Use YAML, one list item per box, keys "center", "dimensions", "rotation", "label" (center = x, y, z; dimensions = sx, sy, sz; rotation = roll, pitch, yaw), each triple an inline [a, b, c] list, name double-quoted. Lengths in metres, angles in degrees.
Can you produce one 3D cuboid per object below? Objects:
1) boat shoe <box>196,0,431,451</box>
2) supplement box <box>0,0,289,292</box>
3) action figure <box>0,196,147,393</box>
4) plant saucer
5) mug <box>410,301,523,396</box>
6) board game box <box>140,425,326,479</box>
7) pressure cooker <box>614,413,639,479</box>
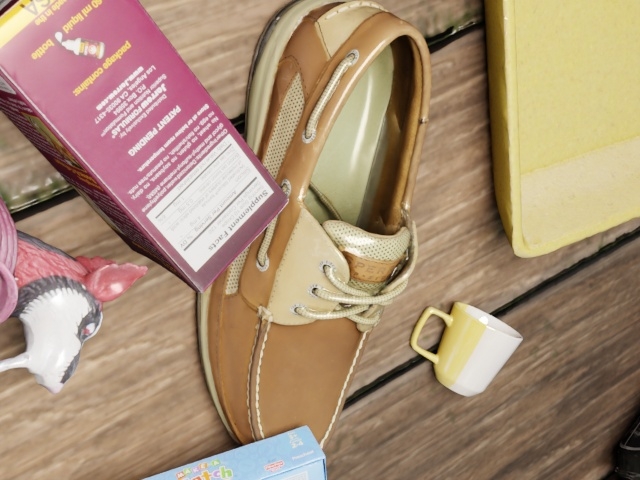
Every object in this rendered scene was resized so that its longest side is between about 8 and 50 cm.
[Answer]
- center: [0.000, 0.000, 0.632]
  dimensions: [0.122, 0.120, 0.324]
  rotation: [-1, 104, -34]
  label: "boat shoe"
- center: [-0.116, -0.069, 0.542]
  dimensions: [0.081, 0.104, 0.188]
  rotation: [-47, 125, -14]
  label: "supplement box"
- center: [-0.266, 0.039, 0.469]
  dimensions: [0.370, 0.248, 0.275]
  rotation: [-16, 70, -42]
  label: "action figure"
- center: [0.247, -0.189, 0.767]
  dimensions: [0.333, 0.081, 0.333]
  rotation: [-18, 114, -28]
  label: "plant saucer"
- center: [0.118, 0.089, 0.787]
  dimensions: [0.064, 0.078, 0.062]
  rotation: [-64, 160, 9]
  label: "mug"
- center: [-0.068, 0.240, 0.666]
  dimensions: [0.160, 0.039, 0.211]
  rotation: [-15, 123, -16]
  label: "board game box"
- center: [0.515, 0.211, 0.891]
  dimensions: [0.375, 0.370, 0.420]
  rotation: [35, 87, -40]
  label: "pressure cooker"
